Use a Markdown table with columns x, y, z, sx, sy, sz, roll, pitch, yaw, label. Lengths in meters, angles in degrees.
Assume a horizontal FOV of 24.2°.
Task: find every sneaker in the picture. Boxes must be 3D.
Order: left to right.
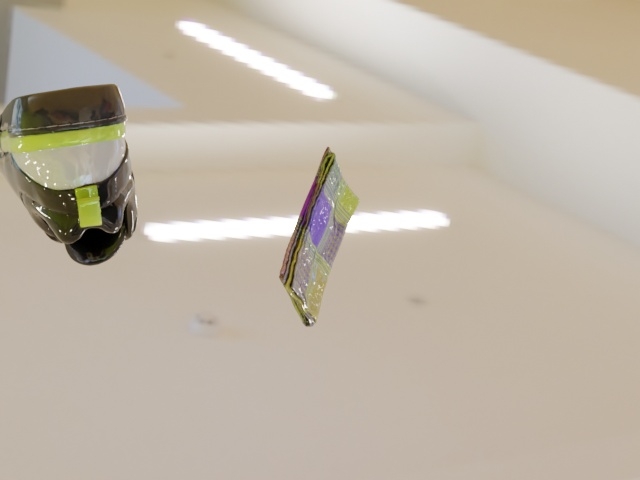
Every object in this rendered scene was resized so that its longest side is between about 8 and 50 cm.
| x | y | z | sx | sy | sz | roll | pitch | yaw | label |
| --- | --- | --- | --- | --- | --- | --- | --- | --- | --- |
| -0.153 | -0.031 | 0.884 | 0.084 | 0.097 | 0.234 | -10 | -179 | -9 | sneaker |

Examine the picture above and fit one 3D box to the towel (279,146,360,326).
| x | y | z | sx | sy | sz | roll | pitch | yaw | label |
| --- | --- | --- | --- | --- | --- | --- | --- | --- | --- |
| 0.000 | 0.000 | 0.788 | 0.009 | 0.083 | 0.060 | 11 | 155 | 21 | towel |
